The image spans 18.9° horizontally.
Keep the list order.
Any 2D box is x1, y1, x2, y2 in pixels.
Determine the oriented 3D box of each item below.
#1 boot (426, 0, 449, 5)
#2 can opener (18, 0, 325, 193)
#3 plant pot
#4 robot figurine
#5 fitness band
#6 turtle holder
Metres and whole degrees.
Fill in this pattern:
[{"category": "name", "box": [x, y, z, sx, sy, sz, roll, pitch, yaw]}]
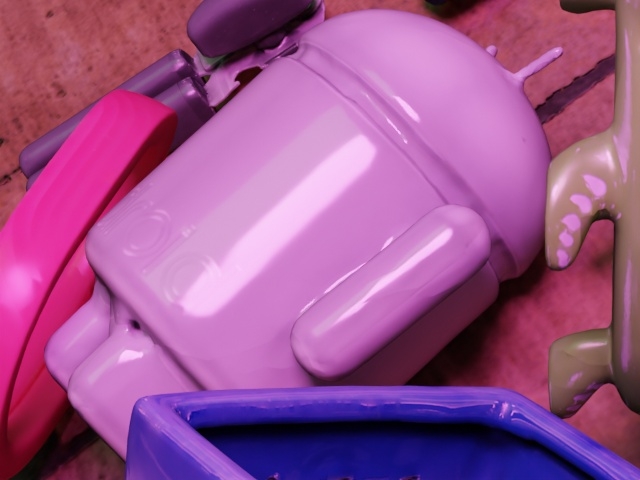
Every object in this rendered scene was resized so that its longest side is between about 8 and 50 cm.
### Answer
[{"category": "boot", "box": [0.097, -0.243, 1.451, 0.106, 0.082, 0.219, -19, 33, -11]}, {"category": "can opener", "box": [-0.118, -0.121, 1.471, 0.280, 0.093, 0.074, -35, 40, 12]}, {"category": "plant pot", "box": [0.043, 0.207, 0.888, 0.236, 0.236, 0.212, 33, 114, 52]}, {"category": "robot figurine", "box": [0.000, 0.000, 1.168, 0.353, 0.200, 0.300, -43, 27, -6]}, {"category": "fitness band", "box": [-0.170, 0.024, 1.260, 0.054, 0.209, 0.291, 21, 43, 6]}, {"category": "turtle holder", "box": [0.232, -0.057, 0.971, 0.227, 0.320, 0.243, 2, 21, 9]}]
